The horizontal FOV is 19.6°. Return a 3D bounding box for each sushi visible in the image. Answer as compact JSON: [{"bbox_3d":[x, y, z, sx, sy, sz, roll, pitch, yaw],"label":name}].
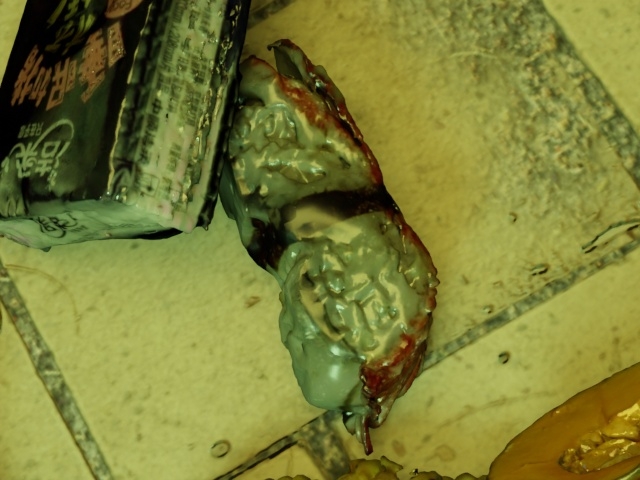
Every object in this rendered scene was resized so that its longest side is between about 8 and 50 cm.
[{"bbox_3d":[0.000,0.000,1.473,0.130,0.124,0.332,-24,71,-11],"label":"sushi"}]

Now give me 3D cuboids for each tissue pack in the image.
[{"bbox_3d":[-0.162,-0.155,1.500,0.245,0.123,0.332,-7,66,52],"label":"tissue pack"}]

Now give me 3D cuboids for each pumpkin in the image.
[{"bbox_3d":[0.278,0.154,1.363,0.317,0.222,0.139,-32,100,-1],"label":"pumpkin"}]

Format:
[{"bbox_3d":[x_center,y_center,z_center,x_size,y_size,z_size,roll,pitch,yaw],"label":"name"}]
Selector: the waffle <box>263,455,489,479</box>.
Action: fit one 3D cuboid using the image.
[{"bbox_3d":[-0.002,0.264,1.357,0.260,0.069,0.293,-2,37,12],"label":"waffle"}]
